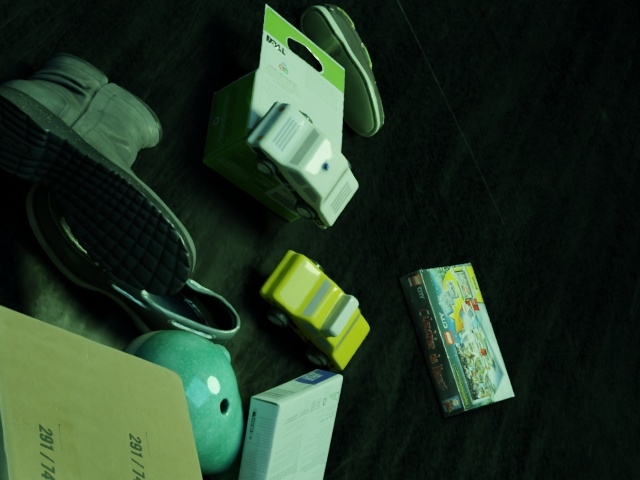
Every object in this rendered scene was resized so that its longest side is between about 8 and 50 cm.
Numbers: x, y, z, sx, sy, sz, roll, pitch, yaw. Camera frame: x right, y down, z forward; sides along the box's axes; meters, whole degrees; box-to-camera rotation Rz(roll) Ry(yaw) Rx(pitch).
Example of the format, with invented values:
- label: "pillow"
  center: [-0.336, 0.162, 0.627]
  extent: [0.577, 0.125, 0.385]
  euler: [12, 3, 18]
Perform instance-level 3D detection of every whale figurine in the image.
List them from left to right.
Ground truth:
- label: "whale figurine"
  center: [-0.141, 0.223, 1.824]
  extent: [0.272, 0.141, 0.216]
  euler: [49, 51, -40]

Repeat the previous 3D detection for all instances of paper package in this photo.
- label: "paper package"
  center: [-0.266, 0.261, 1.504]
  extent: [0.309, 0.168, 0.324]
  euler: [28, 37, -46]

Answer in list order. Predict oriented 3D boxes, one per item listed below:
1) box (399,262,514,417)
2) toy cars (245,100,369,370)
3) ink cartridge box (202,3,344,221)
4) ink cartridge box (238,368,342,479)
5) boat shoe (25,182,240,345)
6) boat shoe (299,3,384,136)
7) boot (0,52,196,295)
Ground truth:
- label: "box"
  center: [0.220, 0.156, 2.412]
  extent: [0.159, 0.044, 0.233]
  euler: [-5, 75, -53]
- label: "toy cars"
  center: [0.000, 0.000, 2.086]
  extent: [0.176, 0.087, 0.393]
  euler: [-12, 101, -38]
- label: "ink cartridge box"
  center: [-0.060, -0.186, 2.205]
  extent: [0.189, 0.097, 0.255]
  euler: [35, 45, -35]
- label: "ink cartridge box"
  center: [-0.045, 0.291, 1.922]
  extent: [0.223, 0.045, 0.223]
  euler: [-10, 110, -68]
- label: "boat shoe"
  center: [-0.226, 0.029, 1.868]
  extent: [0.319, 0.099, 0.116]
  euler: [46, 43, -24]
- label: "boat shoe"
  center: [0.049, -0.276, 2.405]
  extent: [0.069, 0.081, 0.227]
  euler: [-23, 87, -50]
- label: "boot"
  center: [-0.243, -0.097, 1.817]
  extent: [0.338, 0.118, 0.223]
  euler: [45, 30, 2]
